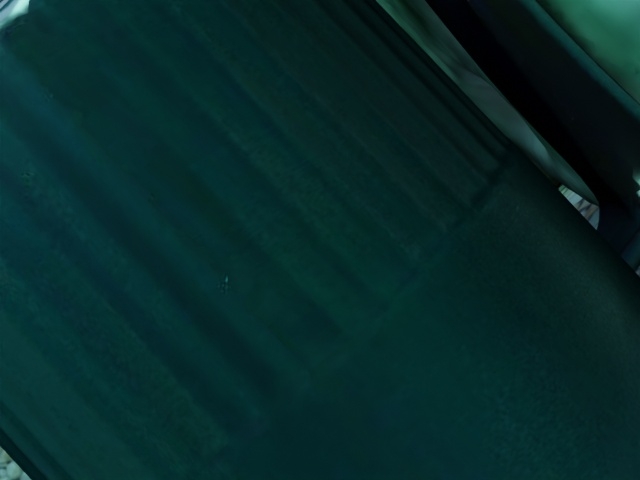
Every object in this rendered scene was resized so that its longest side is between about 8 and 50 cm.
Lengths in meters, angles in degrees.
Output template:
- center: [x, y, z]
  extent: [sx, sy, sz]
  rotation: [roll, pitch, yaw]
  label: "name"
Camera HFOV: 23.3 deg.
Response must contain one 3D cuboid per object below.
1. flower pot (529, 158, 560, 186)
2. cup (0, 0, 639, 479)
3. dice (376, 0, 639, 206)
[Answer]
- center: [0.108, -0.128, 1.295]
  extent: [0.302, 0.213, 0.302]
  rotation: [-42, 6, 6]
  label: "flower pot"
- center: [-0.001, 0.003, 0.628]
  extent: [0.308, 0.292, 0.242]
  rotation: [-44, 5, 0]
  label: "cup"
- center: [0.185, -0.238, 0.882]
  extent: [0.330, 0.348, 0.328]
  rotation: [-42, 4, -3]
  label: "dice"
